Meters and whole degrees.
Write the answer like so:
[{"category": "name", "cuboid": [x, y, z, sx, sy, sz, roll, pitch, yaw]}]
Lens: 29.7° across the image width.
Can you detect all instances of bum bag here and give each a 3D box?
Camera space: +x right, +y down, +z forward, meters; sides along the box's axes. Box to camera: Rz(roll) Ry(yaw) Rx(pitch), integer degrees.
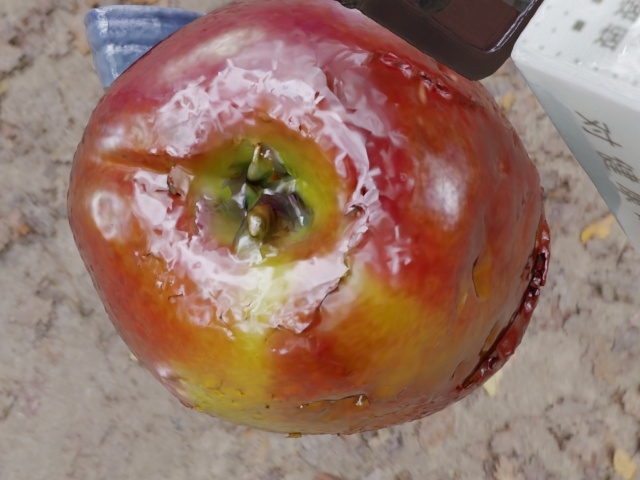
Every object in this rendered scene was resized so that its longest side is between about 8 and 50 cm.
[{"category": "bum bag", "cuboid": [0.068, -0.150, 0.621, 0.109, 0.159, 0.026, -51, 48, 16]}]

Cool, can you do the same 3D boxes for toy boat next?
[{"category": "toy boat", "cuboid": [-0.117, -0.164, 1.107, 0.127, 0.283, 0.078, -3, 89, 26]}]

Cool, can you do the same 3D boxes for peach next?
[{"category": "peach", "cuboid": [0.000, 0.000, 0.970, 0.353, 0.416, 0.339, 37, 90, 10]}]

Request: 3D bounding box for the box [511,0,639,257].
[{"category": "box", "cuboid": [0.250, 0.006, 0.431, 0.330, 0.210, 0.095, 33, 84, 40]}]
